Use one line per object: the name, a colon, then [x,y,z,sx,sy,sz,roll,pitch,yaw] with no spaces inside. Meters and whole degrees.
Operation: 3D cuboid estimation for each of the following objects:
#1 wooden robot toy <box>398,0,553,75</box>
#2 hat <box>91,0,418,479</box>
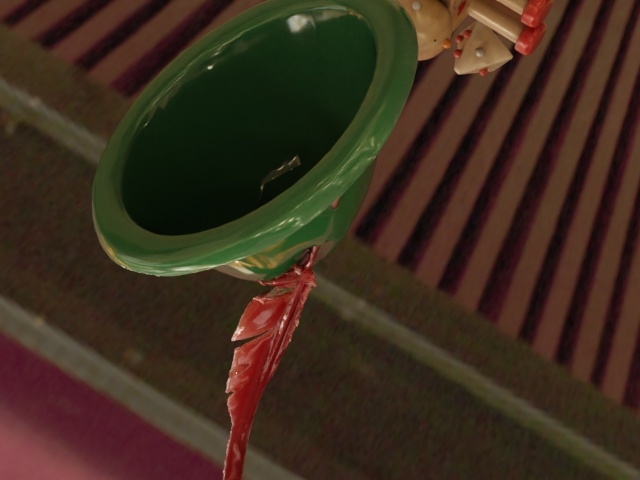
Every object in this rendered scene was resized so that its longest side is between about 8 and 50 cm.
wooden robot toy: [0.071,-0.123,0.834,0.076,0.079,0.173,39,159,19]
hat: [0.000,0.000,0.799,0.209,0.173,0.183,-20,132,26]
